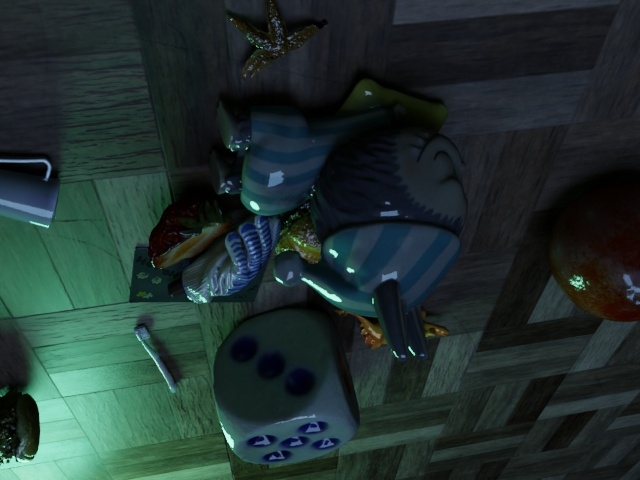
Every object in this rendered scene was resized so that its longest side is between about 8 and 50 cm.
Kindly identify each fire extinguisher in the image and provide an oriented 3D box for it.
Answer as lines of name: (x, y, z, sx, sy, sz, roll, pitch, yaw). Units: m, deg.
fire extinguisher: (-0.204, 0.052, 1.214, 0.173, 0.035, 0.049, -25, 103, 13)

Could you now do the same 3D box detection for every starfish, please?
starfish: (-0.050, -0.262, 0.861, 0.130, 0.041, 0.133, -11, 143, -6)

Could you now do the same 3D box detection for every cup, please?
cup: (-0.432, -0.078, 0.963, 0.116, 0.074, 0.104, 15, 110, -26)

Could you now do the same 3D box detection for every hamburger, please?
hamburger: (-0.662, 0.402, 1.432, 0.131, 0.159, 0.185, -13, -172, -17)
hamburger: (0.000, 0.000, 1.168, 0.166, 0.087, 0.137, 20, 132, -36)

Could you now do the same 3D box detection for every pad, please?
pad: (-0.227, 0.070, 1.255, 0.245, 0.006, 0.170, 2, 140, -20)

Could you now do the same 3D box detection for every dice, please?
dice: (-0.068, 0.305, 1.396, 0.251, 0.259, 0.243, -17, 141, 5)

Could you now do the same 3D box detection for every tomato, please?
tomato: (0.565, 0.029, 1.252, 0.264, 0.265, 0.265, -9, 142, -7)

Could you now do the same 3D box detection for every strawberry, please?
strawberry: (-0.219, -0.013, 1.092, 0.146, 0.082, 0.187, -12, 159, -45)

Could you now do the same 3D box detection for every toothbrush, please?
toothbrush: (-0.348, 0.260, 1.445, 0.025, 0.020, 0.286, -17, 143, -7)

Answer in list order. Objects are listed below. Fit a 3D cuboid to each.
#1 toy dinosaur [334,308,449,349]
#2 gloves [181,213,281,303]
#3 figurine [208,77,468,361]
toy dinosaur: (0.152, 0.201, 1.491, 0.288, 0.070, 0.117, 8, 138, -18)
gloves: (-0.144, 0.025, 1.131, 0.097, 0.119, 0.229, 27, 127, -31)
figurine: (0.051, -0.017, 0.931, 0.361, 0.378, 0.266, -1, 141, -18)
